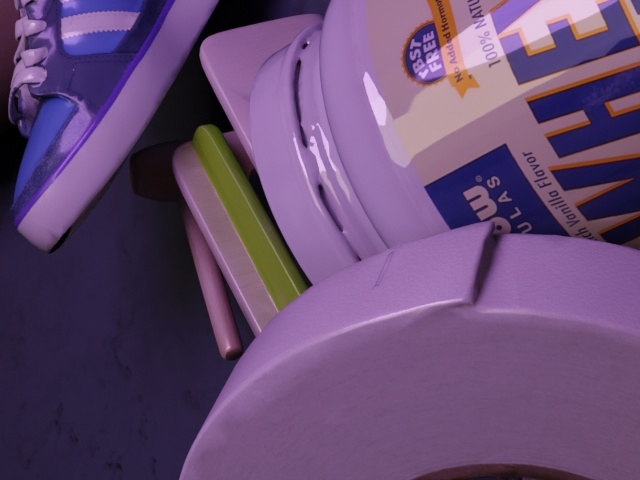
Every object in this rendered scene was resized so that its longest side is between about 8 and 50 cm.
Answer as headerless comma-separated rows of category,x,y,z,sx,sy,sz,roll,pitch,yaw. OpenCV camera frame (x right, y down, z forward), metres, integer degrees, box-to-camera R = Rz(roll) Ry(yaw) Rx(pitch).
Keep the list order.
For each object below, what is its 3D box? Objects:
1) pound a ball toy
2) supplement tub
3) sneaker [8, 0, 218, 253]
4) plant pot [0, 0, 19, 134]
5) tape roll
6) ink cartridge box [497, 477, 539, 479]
pound a ball toy,0.000,0.000,1.188,0.319,0.136,0.208,61,151,28
supplement tub,0.148,-0.088,0.921,0.325,0.235,0.235,-29,68,29
sneaker,-0.203,-0.176,1.233,0.323,0.236,0.130,-63,8,-22
plant pot,-0.291,-0.183,1.402,0.229,0.263,0.263,-18,74,24
tape roll,0.115,0.174,0.911,0.392,0.072,0.392,9,125,13
ink cartridge box,0.157,0.133,1.016,0.063,0.109,0.150,29,107,36
